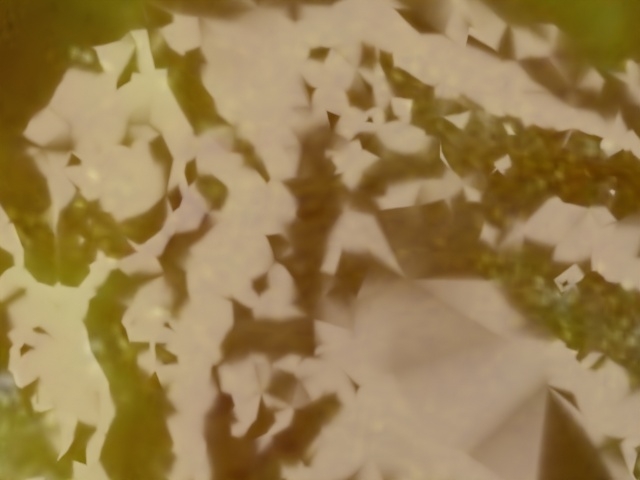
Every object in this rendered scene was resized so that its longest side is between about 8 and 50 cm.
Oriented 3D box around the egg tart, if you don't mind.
[{"bbox_3d":[0.000,0.000,0.487,0.387,0.169,0.388,0,81,-3],"label":"egg tart"}]
